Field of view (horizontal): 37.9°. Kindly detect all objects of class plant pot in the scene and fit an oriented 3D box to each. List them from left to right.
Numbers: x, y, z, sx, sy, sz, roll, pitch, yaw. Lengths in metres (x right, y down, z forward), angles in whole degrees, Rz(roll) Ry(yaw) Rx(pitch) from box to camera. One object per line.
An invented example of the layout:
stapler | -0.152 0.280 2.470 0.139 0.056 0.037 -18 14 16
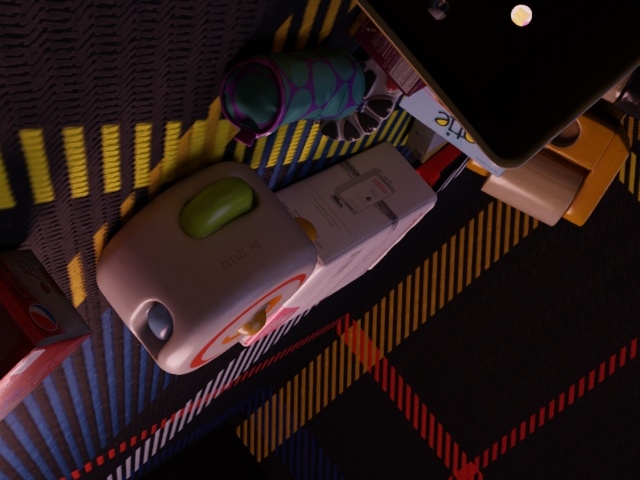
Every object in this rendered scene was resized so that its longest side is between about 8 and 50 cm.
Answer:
plant pot | 0.121 -0.193 0.609 0.212 0.212 0.187 -41 -177 6

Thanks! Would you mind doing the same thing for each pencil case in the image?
pencil case | -0.019 -0.123 0.770 0.151 0.064 0.070 -23 136 -59

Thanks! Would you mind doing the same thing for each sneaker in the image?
sneaker | 0.064 -0.163 0.926 0.170 0.068 0.071 -39 -174 19

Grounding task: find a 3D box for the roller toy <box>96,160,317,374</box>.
roller toy | -0.104 0.032 0.912 0.191 0.146 0.209 -41 171 10

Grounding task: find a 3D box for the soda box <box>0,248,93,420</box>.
soda box | -0.305 0.123 0.716 0.263 0.092 0.083 -42 171 14

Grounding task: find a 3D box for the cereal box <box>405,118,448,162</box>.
cereal box | 0.209 -0.213 1.302 0.173 0.047 0.240 -40 171 -12

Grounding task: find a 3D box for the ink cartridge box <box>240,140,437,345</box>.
ink cartridge box | 0.000 0.000 1.268 0.283 0.117 0.207 -29 166 -48

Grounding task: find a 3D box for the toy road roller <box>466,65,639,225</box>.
toy road roller | 0.393 -0.210 1.467 0.329 0.202 0.240 -64 175 26

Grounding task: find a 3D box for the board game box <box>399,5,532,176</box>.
board game box | 0.216 -0.213 0.949 0.142 0.144 0.275 -53 179 -30

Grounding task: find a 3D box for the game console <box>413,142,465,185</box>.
game console | 0.139 -0.054 1.811 0.342 0.060 0.386 -42 173 -24

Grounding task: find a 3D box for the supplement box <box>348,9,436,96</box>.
supplement box | 0.075 -0.177 0.826 0.055 0.083 0.043 -34 169 -39

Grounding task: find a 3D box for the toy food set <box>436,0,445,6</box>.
toy food set | 0.122 -0.259 0.831 0.078 0.019 0.122 -39 167 -4
